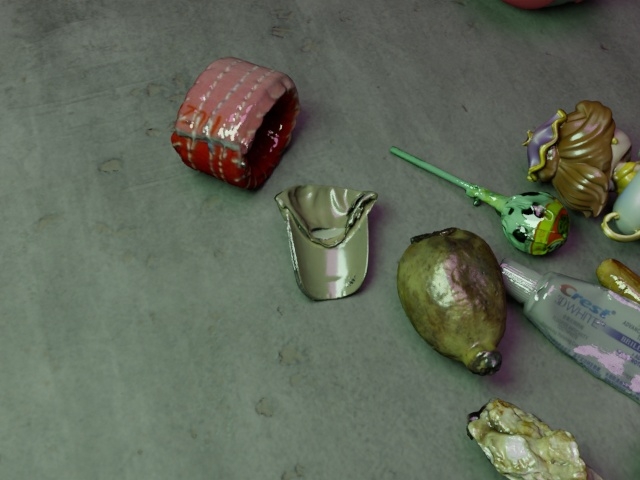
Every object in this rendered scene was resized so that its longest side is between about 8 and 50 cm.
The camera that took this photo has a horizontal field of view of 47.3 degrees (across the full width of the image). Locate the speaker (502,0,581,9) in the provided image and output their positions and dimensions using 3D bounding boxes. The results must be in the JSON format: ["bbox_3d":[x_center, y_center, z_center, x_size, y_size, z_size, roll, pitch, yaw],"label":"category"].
[{"bbox_3d":[0.388,-0.547,1.275,0.295,0.294,0.294,1,57,-1],"label":"speaker"}]

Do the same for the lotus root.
[{"bbox_3d":[0.174,0.077,0.946,0.139,0.138,0.213,-8,60,-6],"label":"lotus root"}]

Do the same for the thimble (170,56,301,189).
[{"bbox_3d":[-0.119,-0.173,1.080,0.125,0.163,0.189,23,53,14],"label":"thimble"}]

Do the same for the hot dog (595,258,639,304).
[{"bbox_3d":[0.456,0.107,0.977,0.216,0.047,0.066,43,29,23],"label":"hot dog"}]

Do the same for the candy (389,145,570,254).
[{"bbox_3d":[0.224,-0.072,1.085,0.306,0.083,0.091,30,56,26],"label":"candy"}]

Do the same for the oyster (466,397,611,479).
[{"bbox_3d":[0.271,0.246,0.847,0.191,0.081,0.163,29,22,-14],"label":"oyster"}]

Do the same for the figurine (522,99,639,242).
[{"bbox_3d":[0.420,-0.100,1.056,0.263,0.142,0.189,36,63,18],"label":"figurine"}]

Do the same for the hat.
[{"bbox_3d":[0.000,0.000,1.035,0.147,0.085,0.175,3,79,-12],"label":"hat"}]

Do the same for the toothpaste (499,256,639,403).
[{"bbox_3d":[0.353,0.111,0.959,0.283,0.099,0.068,32,33,19],"label":"toothpaste"}]
